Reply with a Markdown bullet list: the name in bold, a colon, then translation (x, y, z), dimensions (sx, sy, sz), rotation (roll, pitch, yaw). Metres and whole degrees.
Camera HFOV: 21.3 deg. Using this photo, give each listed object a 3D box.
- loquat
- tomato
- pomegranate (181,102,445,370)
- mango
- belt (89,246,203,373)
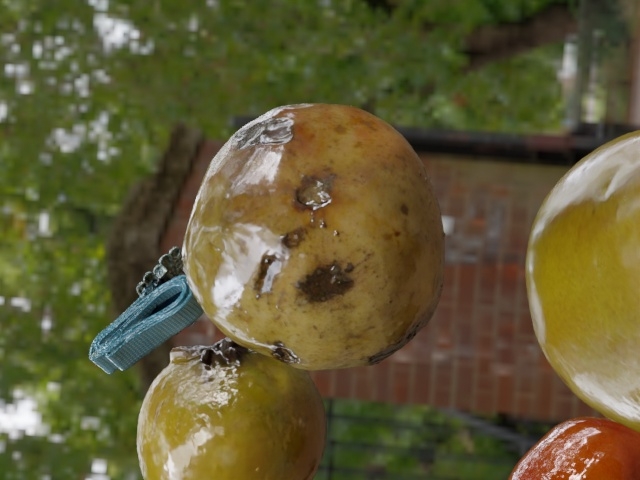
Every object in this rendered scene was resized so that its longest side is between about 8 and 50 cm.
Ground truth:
- **loquat**: translation (-0.106, 0.221, 1.993), dimensions (0.244, 0.243, 0.244), rotation (4, -90, -82)
- **tomato**: translation (0.300, 0.318, 1.912), dimensions (0.180, 0.259, 0.260), rotation (35, 135, 47)
- **pomegranate**: translation (0.000, 0.000, 1.758), dimensions (0.281, 0.281, 0.281), rotation (4, -90, -82)
- **mango**: translation (0.335, 0.030, 1.529), dimensions (0.300, 0.232, 0.446), rotation (59, 163, 12)
- **belt**: translation (-0.233, 0.100, 2.268), dimensions (0.065, 0.179, 0.100), rotation (47, -171, -44)
